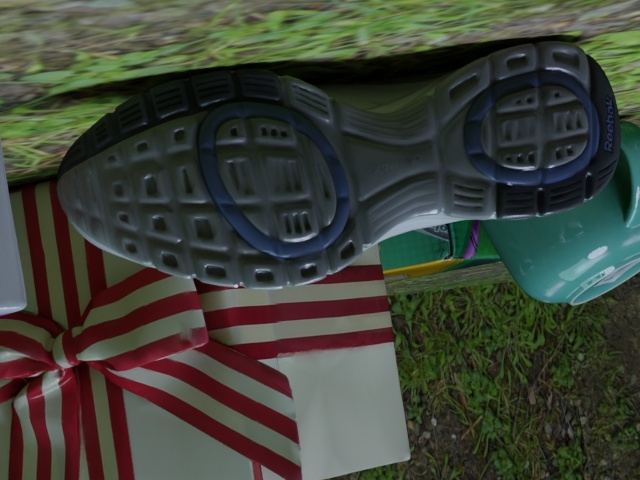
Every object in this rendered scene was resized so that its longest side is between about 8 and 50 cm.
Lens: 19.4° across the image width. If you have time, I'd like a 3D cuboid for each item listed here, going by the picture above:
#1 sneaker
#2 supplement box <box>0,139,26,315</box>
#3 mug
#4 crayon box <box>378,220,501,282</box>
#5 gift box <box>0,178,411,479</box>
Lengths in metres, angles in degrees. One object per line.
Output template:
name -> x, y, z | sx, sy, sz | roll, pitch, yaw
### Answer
sneaker -> 0.005, -0.035, 0.976 | 0.297, 0.111, 0.129 | -6, 180, -22
supplement box -> -0.245, -0.008, 0.761 | 0.220, 0.114, 0.111 | -7, 174, -45
mug -> 0.195, -0.014, 1.403 | 0.129, 0.097, 0.158 | -29, 167, 1
crayon box -> 0.000, 0.000, 1.513 | 0.278, 0.081, 0.165 | -11, 175, 23
gift box -> -0.091, 0.084, 1.253 | 0.255, 0.276, 0.258 | -17, 171, 28
